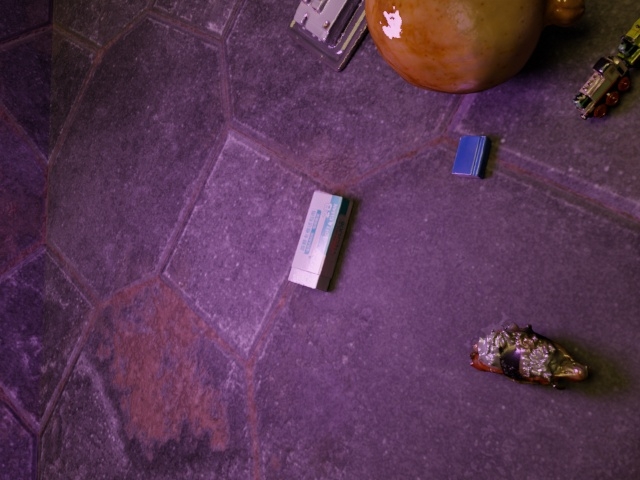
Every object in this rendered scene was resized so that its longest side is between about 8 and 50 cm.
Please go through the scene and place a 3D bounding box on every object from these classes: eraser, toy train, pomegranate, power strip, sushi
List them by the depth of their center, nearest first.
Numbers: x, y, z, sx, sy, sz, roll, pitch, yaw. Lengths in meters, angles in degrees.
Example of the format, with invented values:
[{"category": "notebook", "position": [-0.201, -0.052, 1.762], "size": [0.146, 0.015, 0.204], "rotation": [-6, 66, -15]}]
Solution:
[{"category": "sushi", "position": [0.362, 0.199, 1.232], "size": [0.225, 0.103, 0.097], "rotation": [7, 65, 41]}, {"category": "toy train", "position": [0.545, -0.323, 1.237], "size": [0.250, 0.085, 0.053], "rotation": [-52, 33, 18]}, {"category": "pomegranate", "position": [0.290, -0.458, 1.328], "size": [0.409, 0.410, 0.411], "rotation": [-14, 69, 38]}, {"category": "eraser", "position": [0.311, -0.172, 1.433], "size": [0.063, 0.027, 0.085], "rotation": [11, 85, 44]}, {"category": "eraser", "position": [0.000, 0.000, 1.641], "size": [0.095, 0.052, 0.225], "rotation": [14, 86, 41]}, {"category": "power strip", "position": [0.028, -0.595, 1.769], "size": [0.251, 0.092, 0.257], "rotation": [-54, 53, 11]}]
